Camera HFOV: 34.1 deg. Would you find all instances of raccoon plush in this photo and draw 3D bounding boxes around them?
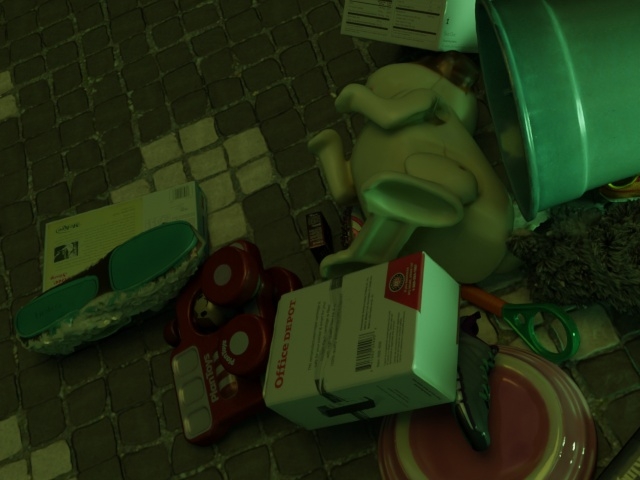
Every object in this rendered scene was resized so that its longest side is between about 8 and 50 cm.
[{"bbox_3d":[0.435,0.055,1.492,0.299,0.216,0.446,-18,15,12],"label":"raccoon plush"}]

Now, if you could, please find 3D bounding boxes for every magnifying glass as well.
[{"bbox_3d":[0.313,0.120,1.661,0.026,0.092,0.231,-23,34,-37],"label":"magnifying glass"}]

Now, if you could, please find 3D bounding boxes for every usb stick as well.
[{"bbox_3d":[0.435,0.344,1.474,0.077,0.045,0.278,41,78,16],"label":"usb stick"}]

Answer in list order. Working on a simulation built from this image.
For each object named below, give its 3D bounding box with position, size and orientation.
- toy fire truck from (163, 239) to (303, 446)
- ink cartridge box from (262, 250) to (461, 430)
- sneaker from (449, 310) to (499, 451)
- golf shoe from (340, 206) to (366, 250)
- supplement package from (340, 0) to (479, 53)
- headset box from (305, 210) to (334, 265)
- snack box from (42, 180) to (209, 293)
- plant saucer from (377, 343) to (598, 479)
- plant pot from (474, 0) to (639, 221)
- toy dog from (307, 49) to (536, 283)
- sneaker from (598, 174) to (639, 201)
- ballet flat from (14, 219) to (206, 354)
[{"bbox_3d":[-0.158,0.162,1.748,0.254,0.169,0.302,-30,60,23],"label":"toy fire truck"},{"bbox_3d":[0.062,0.155,1.554,0.273,0.114,0.197,-18,49,34],"label":"ink cartridge box"},{"bbox_3d":[0.226,0.197,1.530,0.098,0.083,0.223,-19,52,2],"label":"sneaker"},{"bbox_3d":[0.082,0.018,1.825,0.086,0.067,0.186,-3,54,-12],"label":"golf shoe"},{"bbox_3d":[0.195,-0.434,1.938,0.204,0.262,0.145,16,106,28],"label":"supplement package"},{"bbox_3d":[0.000,0.000,1.860,0.032,0.062,0.083,-16,53,11],"label":"headset box"},{"bbox_3d":[-0.372,0.015,1.989,0.322,0.060,0.187,-15,54,10],"label":"snack box"},{"bbox_3d":[0.241,0.295,1.560,0.332,0.084,0.332,-10,54,14],"label":"plant saucer"},{"bbox_3d":[0.428,-0.230,1.535,0.334,0.341,0.341,-13,54,4],"label":"plant pot"},{"bbox_3d":[0.180,-0.146,1.753,0.395,0.284,0.408,5,51,-8],"label":"toy dog"},{"bbox_3d":[0.548,-0.102,1.724,0.175,0.067,0.064,-9,53,12],"label":"sneaker"},{"bbox_3d":[-0.357,0.092,1.868,0.409,0.147,0.147,-26,52,16],"label":"ballet flat"}]
